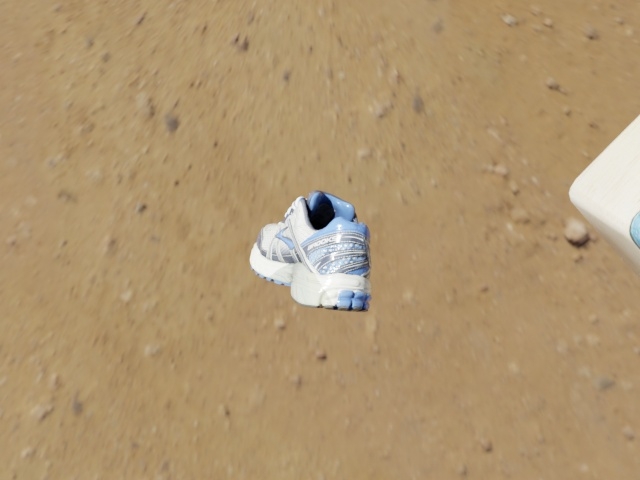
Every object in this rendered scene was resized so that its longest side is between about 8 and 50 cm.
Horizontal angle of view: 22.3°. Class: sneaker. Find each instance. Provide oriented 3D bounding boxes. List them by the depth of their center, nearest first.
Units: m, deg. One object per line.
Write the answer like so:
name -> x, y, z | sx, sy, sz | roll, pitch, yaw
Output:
sneaker -> 0.000, 0.000, 0.900 | 0.052, 0.135, 0.058 | 7, 98, -21

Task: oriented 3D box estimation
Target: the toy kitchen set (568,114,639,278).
toy kitchen set -> 0.197, 0.034, 0.400 | 0.122, 0.166, 0.207 | -46, 116, 0
